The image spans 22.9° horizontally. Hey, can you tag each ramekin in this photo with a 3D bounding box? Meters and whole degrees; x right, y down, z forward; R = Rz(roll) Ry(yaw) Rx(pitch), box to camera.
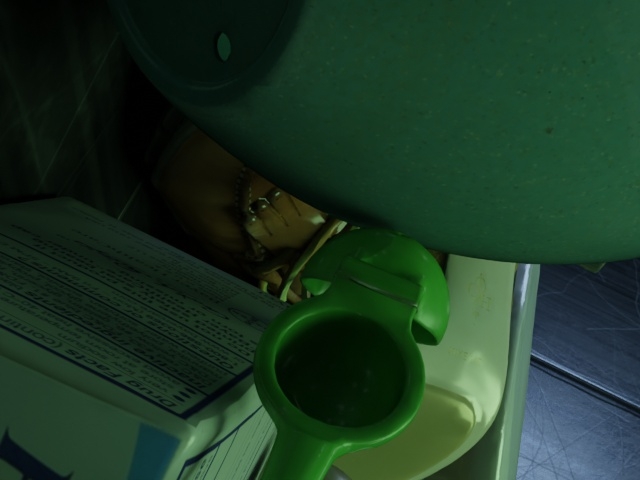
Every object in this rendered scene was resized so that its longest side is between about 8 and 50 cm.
[{"bbox_3d":[0.081,0.126,1.152,0.273,0.127,0.273,7,90,-80],"label":"ramekin"}]

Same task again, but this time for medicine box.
[{"bbox_3d":[-0.133,0.133,0.619,0.263,0.149,0.289,-65,173,7],"label":"medicine box"}]

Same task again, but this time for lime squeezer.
[{"bbox_3d":[-0.002,0.053,0.551,0.110,0.059,0.310,-50,-177,19],"label":"lime squeezer"}]

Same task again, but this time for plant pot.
[{"bbox_3d":[0.033,-0.122,0.591,0.195,0.290,0.290,-10,135,-38],"label":"plant pot"}]

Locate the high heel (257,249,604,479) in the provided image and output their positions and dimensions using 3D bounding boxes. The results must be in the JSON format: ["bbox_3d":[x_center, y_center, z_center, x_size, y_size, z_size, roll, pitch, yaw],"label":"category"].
[{"bbox_3d":[0.036,0.020,0.814,0.261,0.093,0.186,-45,-149,17],"label":"high heel"}]

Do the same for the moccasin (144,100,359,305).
[{"bbox_3d":[-0.015,-0.030,0.919,0.139,0.147,0.380,-59,172,-20],"label":"moccasin"}]

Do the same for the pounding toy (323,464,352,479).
[{"bbox_3d":[-0.028,0.231,0.686,0.237,0.110,0.183,-60,173,-29],"label":"pounding toy"}]
